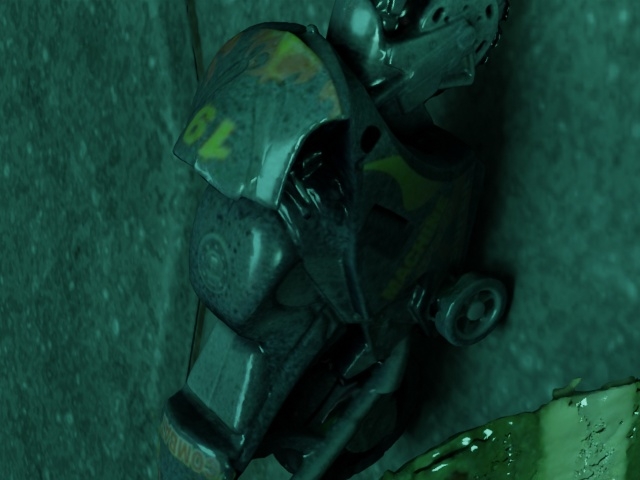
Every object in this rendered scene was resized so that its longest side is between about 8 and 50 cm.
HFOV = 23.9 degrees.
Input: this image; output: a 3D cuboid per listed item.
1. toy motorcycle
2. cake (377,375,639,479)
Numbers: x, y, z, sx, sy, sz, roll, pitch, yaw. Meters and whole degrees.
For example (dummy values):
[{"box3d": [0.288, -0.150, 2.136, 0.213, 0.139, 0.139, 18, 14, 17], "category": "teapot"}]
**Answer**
[{"box3d": [0.000, 0.000, 0.723, 0.108, 0.173, 0.307, 38, 127, 42], "category": "toy motorcycle"}, {"box3d": [0.079, 0.171, 0.620, 0.172, 0.158, 0.283, 61, 156, 14], "category": "cake"}]
